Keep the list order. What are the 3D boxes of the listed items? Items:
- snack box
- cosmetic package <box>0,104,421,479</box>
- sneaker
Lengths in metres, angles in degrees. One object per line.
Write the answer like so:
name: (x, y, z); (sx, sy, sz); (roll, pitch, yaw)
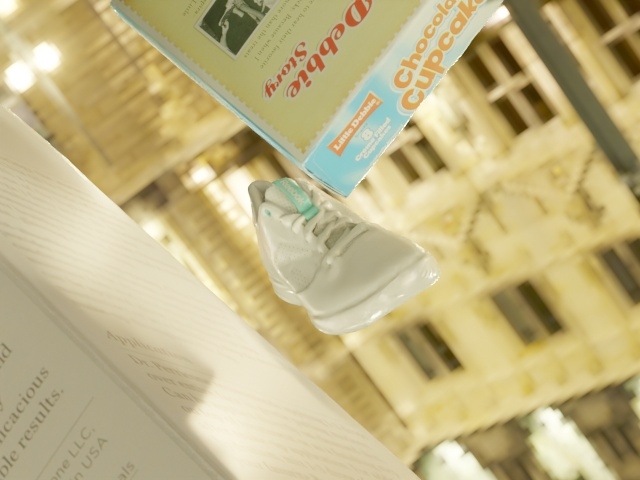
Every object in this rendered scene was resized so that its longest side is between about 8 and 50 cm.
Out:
snack box: (0.043, -0.204, 1.042); (0.322, 0.060, 0.187); (-51, -125, 4)
cosmetic package: (-0.149, 0.070, 0.889); (0.453, 0.230, 0.161); (40, -82, 36)
sneaker: (0.000, 0.000, 1.218); (0.080, 0.094, 0.212); (-34, -162, -18)
